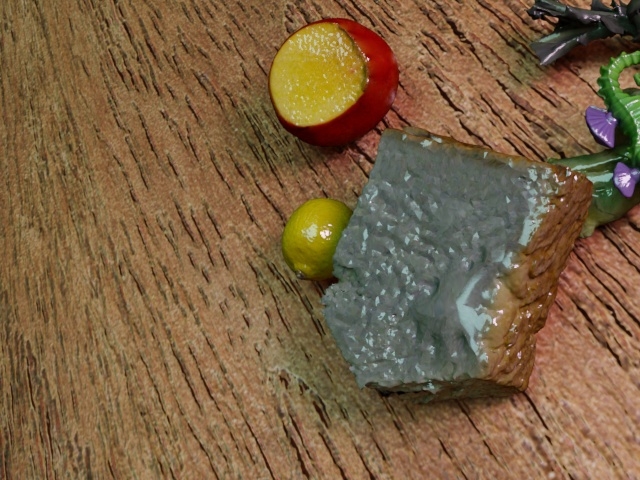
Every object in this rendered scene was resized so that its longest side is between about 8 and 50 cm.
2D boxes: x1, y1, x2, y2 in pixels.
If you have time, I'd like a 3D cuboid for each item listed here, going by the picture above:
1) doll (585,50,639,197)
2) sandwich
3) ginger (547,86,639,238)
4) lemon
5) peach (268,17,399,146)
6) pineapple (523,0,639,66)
[{"bbox_3d":[0.364,-0.132,0.868,0.115,0.050,0.190,-27,63,21],"label":"doll"},{"bbox_3d":[0.142,0.042,0.918,0.262,0.131,0.325,23,95,38],"label":"sandwich"},{"bbox_3d":[0.372,-0.109,0.933,0.290,0.089,0.137,-43,70,10],"label":"ginger"},{"bbox_3d":[0.000,0.000,1.081,0.109,0.109,0.133,4,53,33],"label":"lemon"},{"bbox_3d":[0.017,-0.231,1.133,0.190,0.192,0.190,1,84,-6],"label":"peach"},{"bbox_3d":[0.403,-0.272,0.967,0.277,0.119,0.130,7,58,37],"label":"pineapple"}]
